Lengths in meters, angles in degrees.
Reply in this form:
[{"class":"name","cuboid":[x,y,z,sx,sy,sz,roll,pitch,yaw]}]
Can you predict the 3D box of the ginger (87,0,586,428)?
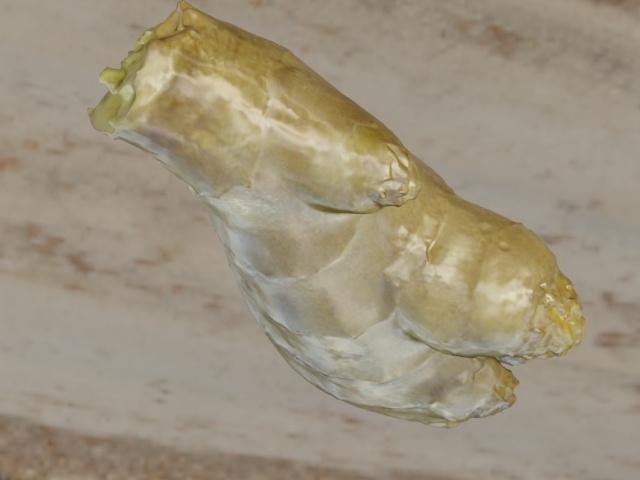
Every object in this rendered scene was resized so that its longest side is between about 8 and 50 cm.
[{"class":"ginger","cuboid":[0.017,0.015,0.924,0.236,0.166,0.375,42,-175,23]}]
